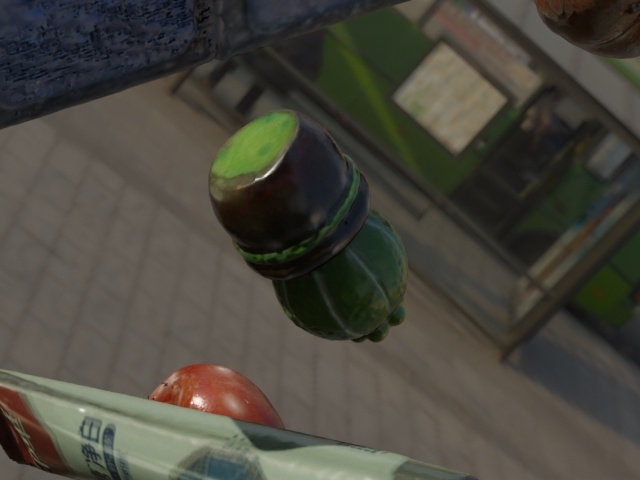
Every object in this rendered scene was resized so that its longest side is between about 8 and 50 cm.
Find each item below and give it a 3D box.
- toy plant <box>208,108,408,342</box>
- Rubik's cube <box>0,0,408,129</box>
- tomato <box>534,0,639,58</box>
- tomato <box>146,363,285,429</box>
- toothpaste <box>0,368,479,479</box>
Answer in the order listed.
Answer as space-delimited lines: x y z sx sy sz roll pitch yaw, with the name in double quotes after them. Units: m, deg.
0.000 0.000 0.949 0.162 0.093 0.092 54 10 -31 "toy plant"
-0.073 -0.263 0.558 0.305 0.301 0.304 -20 43 -25 "Rubik's cube"
0.276 -0.260 1.420 0.180 0.155 0.214 50 -21 23 "tomato"
-0.115 0.222 1.580 0.151 0.187 0.187 33 20 -25 "tomato"
-0.046 0.090 0.606 0.039 0.239 0.062 -53 138 -38 "toothpaste"
